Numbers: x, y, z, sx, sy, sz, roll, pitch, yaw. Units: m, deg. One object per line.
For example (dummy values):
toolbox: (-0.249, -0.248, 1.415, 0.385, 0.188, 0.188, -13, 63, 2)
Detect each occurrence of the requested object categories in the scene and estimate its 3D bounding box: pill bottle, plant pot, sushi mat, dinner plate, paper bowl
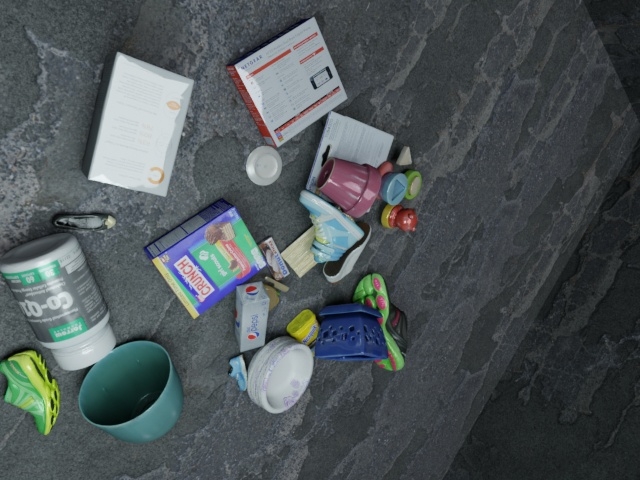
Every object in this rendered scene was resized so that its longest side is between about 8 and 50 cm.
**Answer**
pill bottle: (-0.739, 0.178, 1.368, 0.204, 0.204, 0.361, -25, 117, -24)
plant pot: (-0.584, 0.513, 1.544, 0.293, 0.293, 0.235, -33, 138, -20)
plant pot: (0.093, -0.207, 1.722, 0.180, 0.201, 0.201, 25, 91, -21)
sushi mat: (0.000, 0.000, 1.867, 0.316, 0.019, 0.151, -41, 123, -2)
dinner plate: (-0.197, -0.265, 1.691, 0.141, 0.017, 0.141, -10, 110, -29)
plant pot: (0.127, 0.377, 1.945, 0.236, 0.236, 0.212, 25, 59, -53)
paper bowl: (-0.170, 0.513, 1.860, 0.284, 0.148, 0.284, -22, 119, -45)

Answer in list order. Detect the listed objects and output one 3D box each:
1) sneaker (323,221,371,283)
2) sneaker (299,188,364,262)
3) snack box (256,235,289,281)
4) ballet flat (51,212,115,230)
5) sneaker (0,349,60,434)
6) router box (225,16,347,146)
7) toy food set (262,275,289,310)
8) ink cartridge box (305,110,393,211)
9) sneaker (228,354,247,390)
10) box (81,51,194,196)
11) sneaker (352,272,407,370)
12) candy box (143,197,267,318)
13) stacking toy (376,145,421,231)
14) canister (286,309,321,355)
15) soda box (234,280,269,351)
sneaker: (0.110, 0.052, 1.965, 0.290, 0.106, 0.123, -51, 156, -16)
sneaker: (0.001, -0.034, 1.767, 0.319, 0.127, 0.208, 37, 94, -31)
snack box: (-0.180, 0.072, 1.809, 0.064, 0.022, 0.178, -35, 121, -19)
ballet flat: (-0.701, -0.050, 1.413, 0.173, 0.049, 0.058, -3, 108, -32)
sneaker: (-0.884, 0.463, 1.448, 0.123, 0.109, 0.296, -8, 113, -7)
router box: (-0.103, -0.538, 1.621, 0.335, 0.082, 0.301, -38, 122, -17)
toy food set: (-0.223, 0.226, 1.829, 0.132, 0.038, 0.192, 34, 97, -31)
ink cartridge box: (0.102, -0.300, 1.841, 0.330, 0.071, 0.324, 13, 100, -34)
sneaker: (-0.323, 0.517, 1.852, 0.073, 0.063, 0.162, -8, 113, -7)
box: (-0.528, -0.326, 1.362, 0.215, 0.168, 0.345, 12, 98, -35)
sneaker: (0.279, 0.351, 2.138, 0.202, 0.185, 0.483, -45, 126, -51)
candy box: (-0.382, 0.058, 1.612, 0.317, 0.122, 0.268, -36, 123, -17)
stacking toy: (0.356, -0.206, 1.957, 0.279, 0.130, 0.309, -50, 139, -17)
canister: (-0.047, 0.388, 1.969, 0.126, 0.073, 0.170, -42, 125, -16)
soda box: (-0.252, 0.278, 1.715, 0.098, 0.091, 0.286, -11, 137, -22)
